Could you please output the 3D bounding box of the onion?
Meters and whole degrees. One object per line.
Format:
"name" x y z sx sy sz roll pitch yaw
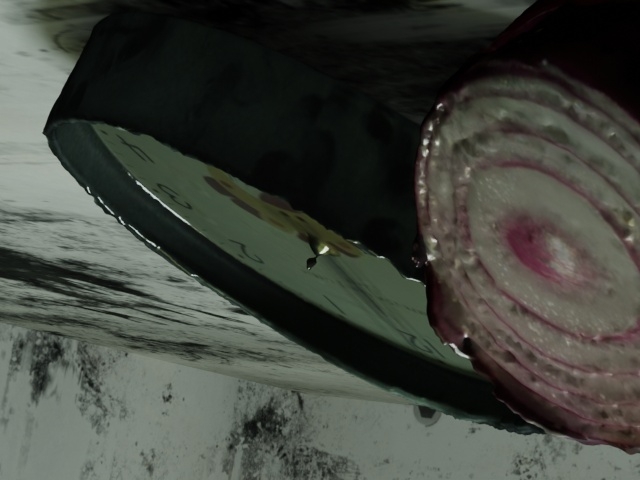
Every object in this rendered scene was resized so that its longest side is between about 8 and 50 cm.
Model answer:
"onion" 0.147 0.003 0.579 0.218 0.195 0.140 35 -134 28

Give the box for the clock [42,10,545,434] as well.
"clock" 0.000 -0.002 0.805 0.313 0.061 0.312 29 167 8
